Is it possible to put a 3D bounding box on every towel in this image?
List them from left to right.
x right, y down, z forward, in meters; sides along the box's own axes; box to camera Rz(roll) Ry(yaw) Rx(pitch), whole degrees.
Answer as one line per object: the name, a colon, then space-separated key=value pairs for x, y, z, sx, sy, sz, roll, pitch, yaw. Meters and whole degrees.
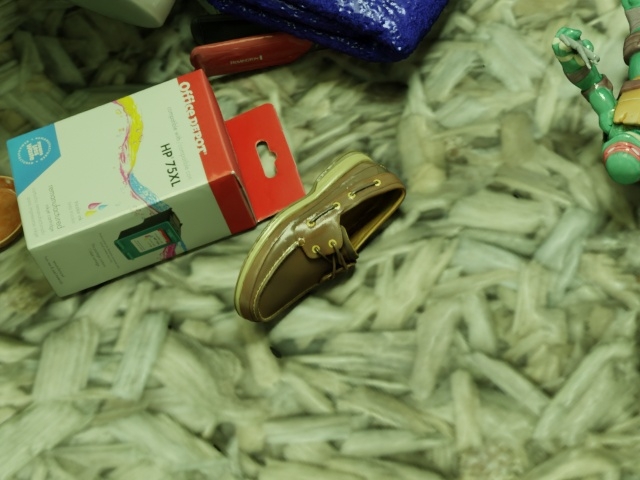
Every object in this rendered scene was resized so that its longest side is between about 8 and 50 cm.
towel: x=0.045 y=-0.312 z=1.487 sx=0.227 sy=0.076 sz=0.308 roll=20 pitch=62 yaw=20

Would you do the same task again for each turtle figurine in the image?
turtle figurine: x=0.265 y=-0.118 z=1.303 sx=0.175 sy=0.118 sz=0.234 roll=21 pitch=46 yaw=13

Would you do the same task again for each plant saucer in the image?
plant saucer: x=-0.298 y=-0.022 z=1.470 sx=0.083 sy=0.013 sz=0.083 roll=-9 pitch=53 yaw=12

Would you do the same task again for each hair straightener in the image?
hair straightener: x=-0.009 y=-0.211 z=1.501 sx=0.230 sy=0.047 sz=0.089 roll=-12 pitch=52 yaw=8

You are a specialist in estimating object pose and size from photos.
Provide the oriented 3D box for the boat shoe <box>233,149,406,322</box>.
boat shoe: x=0.000 y=0.000 z=1.329 sx=0.060 sy=0.064 sz=0.178 roll=27 pitch=63 yaw=34

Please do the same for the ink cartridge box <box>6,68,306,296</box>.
ink cartridge box: x=-0.141 y=-0.058 z=1.407 sx=0.231 sy=0.078 sz=0.134 roll=-21 pitch=51 yaw=1

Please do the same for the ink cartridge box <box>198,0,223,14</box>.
ink cartridge box: x=-0.072 y=-0.275 z=1.566 sx=0.122 sy=0.052 sz=0.088 roll=-36 pitch=52 yaw=-9

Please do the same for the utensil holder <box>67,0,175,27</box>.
utensil holder: x=-0.198 y=-0.424 z=1.455 sx=0.327 sy=0.327 sz=0.385 roll=21 pitch=88 yaw=29
